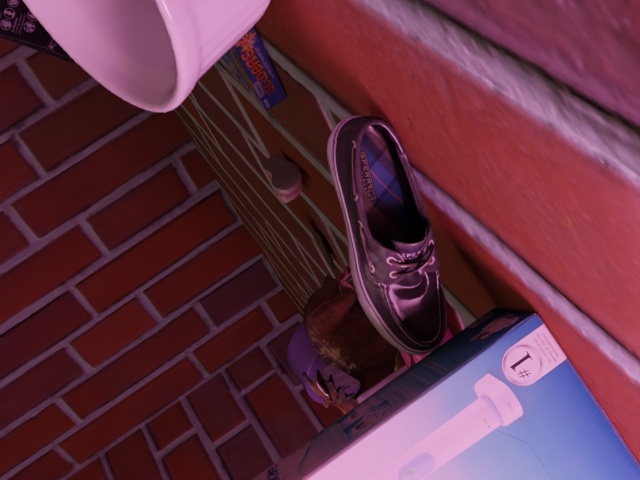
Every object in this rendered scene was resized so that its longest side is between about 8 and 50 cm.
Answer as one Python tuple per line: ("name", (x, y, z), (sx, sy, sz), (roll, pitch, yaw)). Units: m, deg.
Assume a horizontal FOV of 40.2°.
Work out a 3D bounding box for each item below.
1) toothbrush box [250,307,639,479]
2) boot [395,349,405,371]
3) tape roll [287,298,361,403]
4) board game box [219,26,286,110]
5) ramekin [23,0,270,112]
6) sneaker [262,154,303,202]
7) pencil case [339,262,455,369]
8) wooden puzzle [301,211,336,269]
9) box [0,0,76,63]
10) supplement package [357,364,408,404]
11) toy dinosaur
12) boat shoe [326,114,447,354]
("toothbrush box", (0.110, 0.229, 0.756), (0.216, 0.295, 0.126), (55, 173, -1))
("boot", (0.190, 0.287, 1.377), (0.269, 0.089, 0.236), (56, 173, 3))
("tape roll", (0.039, 0.203, 1.596), (0.080, 0.189, 0.189), (51, 172, 43))
("board game box", (-0.124, -0.268, 1.113), (0.201, 0.035, 0.136), (50, 171, 41))
("ramekin", (-0.170, -0.262, 0.764), (0.277, 0.135, 0.277), (38, 156, 20))
("sneaker", (-0.048, -0.088, 1.401), (0.070, 0.051, 0.134), (57, 177, -28))
("pencil case", (0.106, 0.098, 1.039), (0.209, 0.095, 0.098), (53, -152, 5))
("wooden puzzle", (0.000, 0.000, 1.648), (0.078, 0.014, 0.116), (56, 175, 40))
("box", (-0.441, -0.437, 1.436), (0.163, 0.247, 0.142), (17, -172, -22))
("supplement package", (0.180, 0.281, 1.141), (0.203, 0.149, 0.194), (50, 172, 44))
("toy dinosaur", (0.038, 0.153, 1.311), (0.296, 0.200, 0.127), (51, 172, 35))
("boat shoe", (0.069, -0.004, 0.777), (0.076, 0.080, 0.228), (-179, 74, -73))
